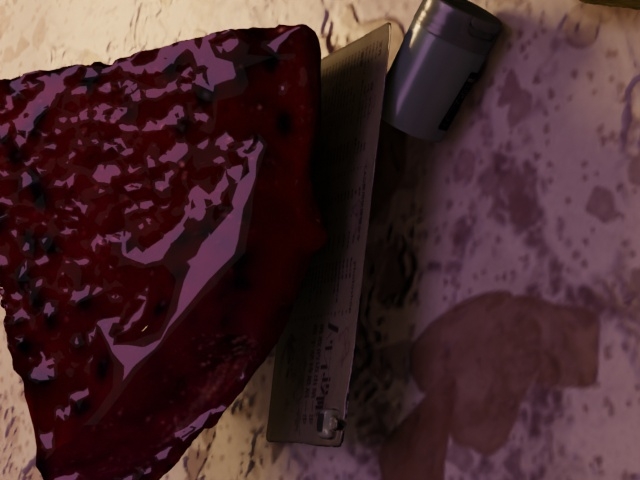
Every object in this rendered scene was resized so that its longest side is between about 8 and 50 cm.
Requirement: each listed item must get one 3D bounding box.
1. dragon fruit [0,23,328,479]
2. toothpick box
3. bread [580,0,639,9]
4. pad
[{"bbox_3d":[-0.143,0.013,1.216,0.302,0.240,0.330,171,112,-76],"label":"dragon fruit"},{"bbox_3d":[0.072,-0.109,1.131,0.052,0.052,0.083,45,116,46],"label":"toothpick box"},{"bbox_3d":[0.092,-0.299,0.942,0.348,0.348,0.307,18,88,51],"label":"bread"},{"bbox_3d":[0.001,0.000,1.175,0.159,0.009,0.265,163,115,-71],"label":"pad"}]
